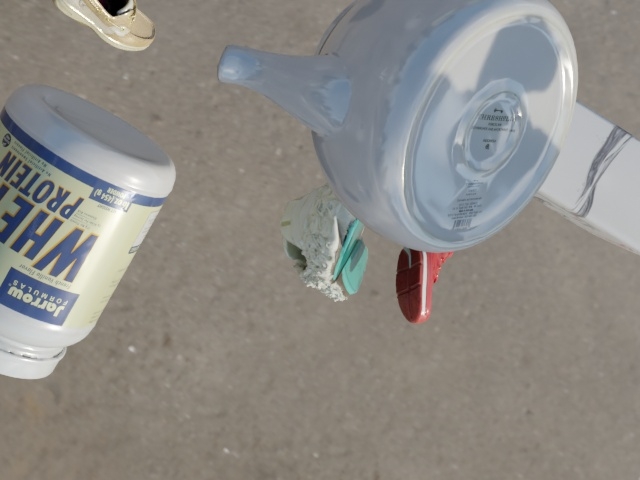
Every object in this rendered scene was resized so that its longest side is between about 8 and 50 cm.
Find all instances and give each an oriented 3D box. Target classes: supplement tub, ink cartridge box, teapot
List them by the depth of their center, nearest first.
[{"bbox_3d":[0.082,-0.125,1.061,0.252,0.187,0.256,-45,138,-14],"label":"teapot"},{"bbox_3d":[0.290,-0.105,1.530,0.283,0.207,0.117,30,94,-11],"label":"ink cartridge box"},{"bbox_3d":[-0.357,-0.011,1.618,0.235,0.235,0.325,22,104,-37],"label":"supplement tub"}]

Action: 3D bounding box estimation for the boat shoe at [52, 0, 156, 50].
[{"bbox_3d":[-0.258,-0.288,1.569,0.170,0.059,0.063,21,53,-53],"label":"boat shoe"}]

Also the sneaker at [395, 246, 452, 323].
[{"bbox_3d":[0.192,0.025,1.996,0.128,0.087,0.221,7,78,-24],"label":"sneaker"}]

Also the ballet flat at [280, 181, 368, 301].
[{"bbox_3d":[0.000,0.000,1.911,0.147,0.147,0.409,-47,167,-13],"label":"ballet flat"}]
